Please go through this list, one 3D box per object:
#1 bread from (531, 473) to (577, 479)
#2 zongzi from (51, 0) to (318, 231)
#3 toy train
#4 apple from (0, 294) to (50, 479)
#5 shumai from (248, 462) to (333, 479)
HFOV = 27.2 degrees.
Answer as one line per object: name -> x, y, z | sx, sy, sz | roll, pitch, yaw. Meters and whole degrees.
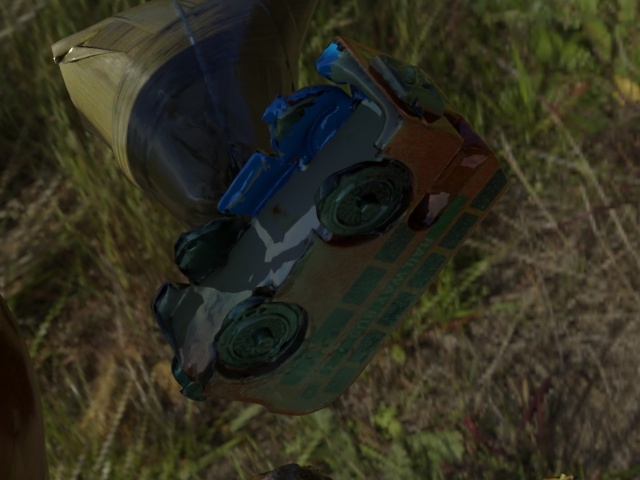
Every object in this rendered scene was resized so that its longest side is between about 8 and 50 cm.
bread -> 0.143, 0.294, 0.932 | 0.147, 0.160, 0.261 | -10, 29, 7
zongzi -> -0.034, -0.108, 0.910 | 0.242, 0.112, 0.221 | -28, 48, -18
toy train -> 0.000, 0.000, 0.605 | 0.188, 0.099, 0.072 | -54, 50, 23
apple -> -0.241, 0.071, 0.518 | 0.277, 0.309, 0.250 | -18, 44, 41
shumai -> -0.004, 0.293, 1.058 | 0.175, 0.166, 0.206 | 12, 85, 40
